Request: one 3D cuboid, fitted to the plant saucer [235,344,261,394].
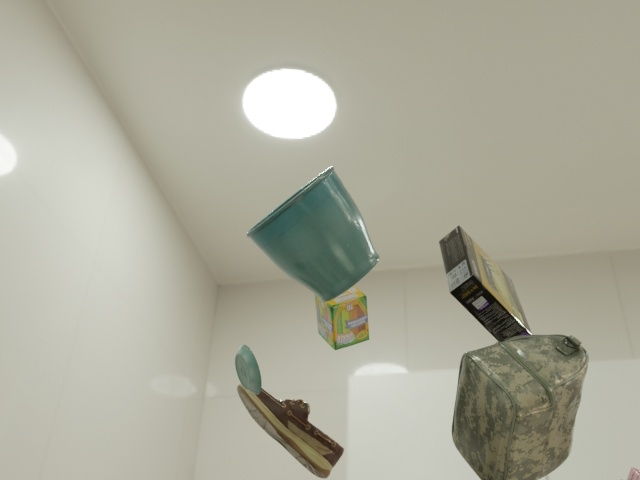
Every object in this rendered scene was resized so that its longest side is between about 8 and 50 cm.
[{"bbox_3d":[-0.171,0.301,1.719,0.021,0.119,0.119,-13,-28,-28],"label":"plant saucer"}]

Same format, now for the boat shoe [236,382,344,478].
[{"bbox_3d":[-0.076,0.484,2.007,0.342,0.123,0.123,43,-26,3],"label":"boat shoe"}]

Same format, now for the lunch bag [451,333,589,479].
[{"bbox_3d":[0.443,0.362,1.599,0.256,0.212,0.305,-13,-58,-19],"label":"lunch bag"}]

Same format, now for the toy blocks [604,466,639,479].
[{"bbox_3d":[0.826,0.642,1.835,0.260,0.289,0.309,20,17,26],"label":"toy blocks"}]

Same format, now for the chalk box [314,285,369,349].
[{"bbox_3d":[0.072,0.265,2.420,0.132,0.132,0.213,-16,-64,-21],"label":"chalk box"}]

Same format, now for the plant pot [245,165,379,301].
[{"bbox_3d":[0.000,0.000,1.820,0.271,0.271,0.255,-33,-82,40],"label":"plant pot"}]

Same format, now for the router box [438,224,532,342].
[{"bbox_3d":[0.436,0.122,1.994,0.081,0.309,0.243,-40,-73,19],"label":"router box"}]
